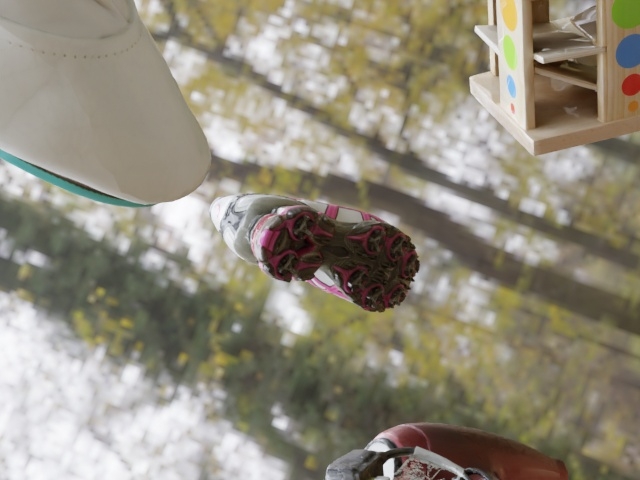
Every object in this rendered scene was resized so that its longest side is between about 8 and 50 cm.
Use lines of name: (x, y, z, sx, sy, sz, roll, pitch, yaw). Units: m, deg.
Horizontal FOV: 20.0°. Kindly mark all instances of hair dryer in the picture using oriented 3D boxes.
hair dryer: (0.131, 0.210, 1.396, 0.080, 0.223, 0.293, -71, -14, 12)

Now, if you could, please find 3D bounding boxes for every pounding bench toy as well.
pounding bench toy: (0.093, -0.075, 0.573, 0.083, 0.052, 0.065, -14, -58, -13)

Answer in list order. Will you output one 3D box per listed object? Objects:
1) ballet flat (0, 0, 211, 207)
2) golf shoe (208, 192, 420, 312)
ballet flat: (-0.206, -0.165, 0.859, 0.139, 0.400, 0.139, -56, 2, 3)
golf shoe: (0.000, 0.000, 1.333, 0.186, 0.086, 0.067, 21, -84, -47)
